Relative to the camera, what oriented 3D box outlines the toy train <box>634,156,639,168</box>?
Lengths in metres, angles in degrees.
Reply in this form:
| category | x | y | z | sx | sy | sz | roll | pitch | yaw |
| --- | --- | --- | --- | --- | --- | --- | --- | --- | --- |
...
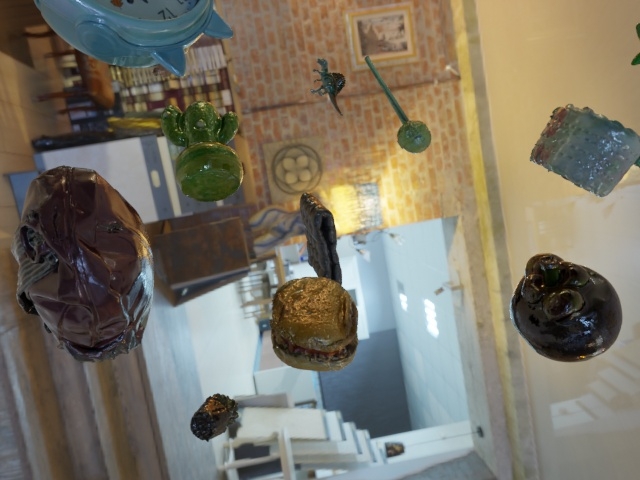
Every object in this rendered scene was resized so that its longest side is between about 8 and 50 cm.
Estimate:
| category | x | y | z | sx | sy | sz | roll | pitch | yaw |
| --- | --- | --- | --- | --- | --- | --- | --- | --- | --- |
| toy train | 0.986 | -0.232 | 1.510 | 0.045 | 0.092 | 0.029 | -59 | -152 | 1 |

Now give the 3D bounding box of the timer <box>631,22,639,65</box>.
| category | x | y | z | sx | sy | sz | roll | pitch | yaw |
| --- | --- | --- | --- | --- | --- | --- | --- | --- | --- |
| timer | 0.691 | -0.327 | 0.877 | 0.285 | 0.284 | 0.286 | 170 | -90 | -86 |

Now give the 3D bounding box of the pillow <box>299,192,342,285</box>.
| category | x | y | z | sx | sy | sz | roll | pitch | yaw |
| --- | --- | --- | --- | --- | --- | --- | --- | --- | --- |
| pillow | 0.000 | 0.000 | 1.866 | 0.228 | 0.101 | 0.327 | -130 | -150 | -61 |

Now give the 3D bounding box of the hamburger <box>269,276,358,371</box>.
| category | x | y | z | sx | sy | sz | roll | pitch | yaw |
| --- | --- | --- | --- | --- | --- | --- | --- | --- | --- |
| hamburger | -0.015 | 0.220 | 1.266 | 0.245 | 0.244 | 0.163 | -104 | -164 | -47 |

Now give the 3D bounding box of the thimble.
| category | x | y | z | sx | sy | sz | roll | pitch | yaw |
| --- | --- | --- | --- | --- | --- | --- | --- | --- | --- |
| thimble | 0.576 | -0.200 | 1.094 | 0.211 | 0.185 | 0.149 | 45 | -65 | 42 |

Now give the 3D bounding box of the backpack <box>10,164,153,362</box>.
| category | x | y | z | sx | sy | sz | roll | pitch | yaw |
| --- | --- | --- | --- | --- | --- | --- | --- | --- | --- |
| backpack | -0.358 | 0.034 | 0.752 | 0.317 | 0.197 | 0.284 | 127 | -51 | -67 |

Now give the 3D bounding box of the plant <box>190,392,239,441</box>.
| category | x | y | z | sx | sy | sz | roll | pitch | yaw |
| --- | --- | --- | --- | --- | --- | --- | --- | --- | --- |
| plant | -0.258 | 0.431 | 1.209 | 0.143 | 0.091 | 0.095 | -9 | 118 | -76 |

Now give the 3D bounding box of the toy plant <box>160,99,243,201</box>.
| category | x | y | z | sx | sy | sz | roll | pitch | yaw |
| --- | --- | --- | --- | --- | --- | --- | --- | --- | --- |
| toy plant | -0.331 | -0.281 | 1.421 | 0.184 | 0.224 | 0.316 | 102 | -26 | -60 |

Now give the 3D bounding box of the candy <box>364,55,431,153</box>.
| category | x | y | z | sx | sy | sz | roll | pitch | yaw |
| --- | --- | --- | --- | --- | --- | --- | --- | --- | --- |
| candy | 0.212 | -0.398 | 1.432 | 0.092 | 0.093 | 0.336 | -8 | 68 | -60 |

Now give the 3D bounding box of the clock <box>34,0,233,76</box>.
| category | x | y | z | sx | sy | sz | roll | pitch | yaw |
| --- | --- | --- | --- | --- | --- | --- | --- | --- | --- |
| clock | -0.243 | -0.312 | 0.593 | 0.274 | 0.224 | 0.094 | 45 | -35 | -12 |

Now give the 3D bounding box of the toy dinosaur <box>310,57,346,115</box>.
| category | x | y | z | sx | sy | sz | roll | pitch | yaw |
| --- | --- | --- | --- | --- | --- | --- | --- | --- | --- |
| toy dinosaur | 0.036 | -0.483 | 1.551 | 0.187 | 0.106 | 0.044 | 43 | -9 | 14 |

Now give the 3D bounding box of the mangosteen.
| category | x | y | z | sx | sy | sz | roll | pitch | yaw |
| --- | --- | --- | --- | --- | --- | --- | --- | --- | --- |
| mangosteen | 0.610 | 0.154 | 1.261 | 0.302 | 0.274 | 0.275 | 57 | 9 | -30 |

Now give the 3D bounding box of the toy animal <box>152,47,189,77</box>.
| category | x | y | z | sx | sy | sz | roll | pitch | yaw |
| --- | --- | --- | --- | --- | --- | --- | --- | --- | --- |
| toy animal | -0.314 | -0.359 | 0.955 | 0.114 | 0.091 | 0.082 | -30 | -138 | 43 |
